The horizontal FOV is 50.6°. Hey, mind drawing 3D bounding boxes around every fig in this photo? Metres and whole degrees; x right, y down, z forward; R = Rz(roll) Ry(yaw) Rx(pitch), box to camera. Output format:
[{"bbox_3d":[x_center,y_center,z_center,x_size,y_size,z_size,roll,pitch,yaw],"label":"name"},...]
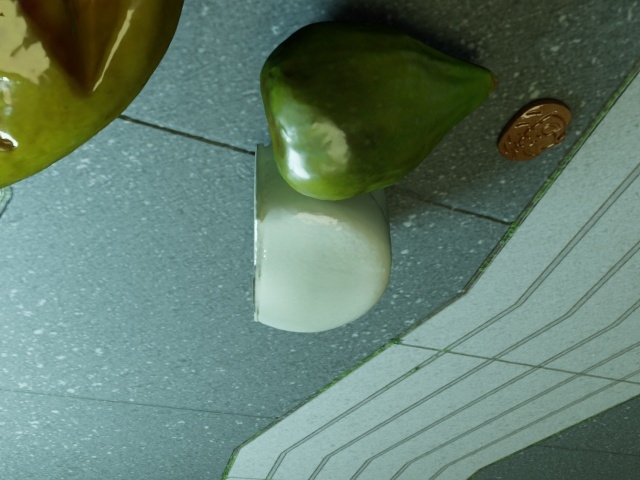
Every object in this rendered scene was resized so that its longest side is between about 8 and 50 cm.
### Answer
[{"bbox_3d":[0.040,-0.133,0.659,0.233,0.167,0.167,-28,157,-39],"label":"fig"}]

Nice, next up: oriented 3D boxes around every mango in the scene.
[{"bbox_3d":[-0.273,-0.172,0.532,0.365,0.182,0.253,-28,136,7],"label":"mango"}]

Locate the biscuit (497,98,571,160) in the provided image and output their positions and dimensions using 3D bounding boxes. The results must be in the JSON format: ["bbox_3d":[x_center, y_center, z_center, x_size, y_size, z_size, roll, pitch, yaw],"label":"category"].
[{"bbox_3d":[0.254,-0.126,0.793,0.078,0.015,0.091,9,139,-20],"label":"biscuit"}]

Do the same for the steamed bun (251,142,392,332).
[{"bbox_3d":[0.000,0.000,0.802,0.164,0.146,0.242,2,141,-5],"label":"steamed bun"}]
